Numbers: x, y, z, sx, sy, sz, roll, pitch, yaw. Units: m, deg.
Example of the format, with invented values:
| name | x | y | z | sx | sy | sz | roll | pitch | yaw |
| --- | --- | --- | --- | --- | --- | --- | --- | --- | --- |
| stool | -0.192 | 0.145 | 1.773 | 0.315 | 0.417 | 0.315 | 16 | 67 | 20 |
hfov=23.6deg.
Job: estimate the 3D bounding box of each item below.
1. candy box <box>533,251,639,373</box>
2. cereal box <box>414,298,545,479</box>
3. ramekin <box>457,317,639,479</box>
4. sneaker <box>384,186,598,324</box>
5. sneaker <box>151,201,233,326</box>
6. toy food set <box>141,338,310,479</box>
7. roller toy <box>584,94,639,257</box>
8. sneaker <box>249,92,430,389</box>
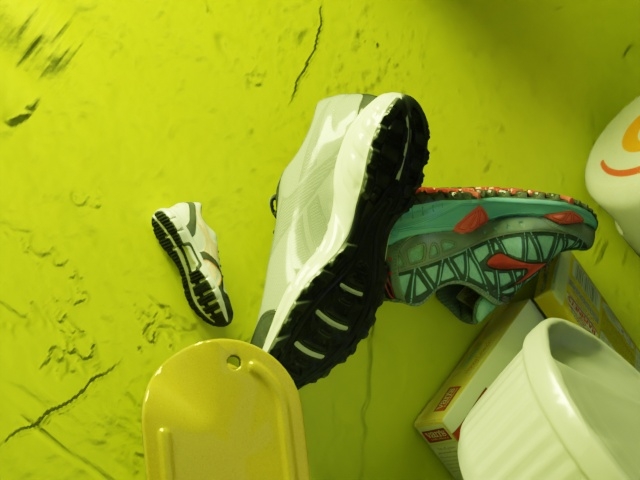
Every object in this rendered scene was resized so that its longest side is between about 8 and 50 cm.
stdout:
| name | x | y | z | sx | sy | sz | roll | pitch | yaw |
| --- | --- | --- | --- | --- | --- | --- | --- | --- | --- |
| candy box | 0.278 | 0.105 | 1.507 | 0.206 | 0.027 | 0.105 | 54 | 30 | -16 |
| cereal box | 0.207 | 0.199 | 1.436 | 0.240 | 0.047 | 0.173 | 53 | 53 | -17 |
| ramekin | 0.232 | 0.205 | 1.276 | 0.273 | 0.127 | 0.273 | 40 | 20 | -18 |
| sneaker | 0.147 | 0.013 | 1.417 | 0.262 | 0.104 | 0.125 | 0 | 97 | -35 |
| sneaker | -0.093 | 0.017 | 1.237 | 0.044 | 0.040 | 0.109 | -30 | 100 | -42 |
| toy food set | -0.077 | 0.189 | 1.200 | 0.128 | 0.071 | 0.217 | -2 | 78 | -16 |
| roller toy | 0.377 | -0.064 | 1.546 | 0.146 | 0.209 | 0.191 | 47 | 68 | -22 |
| sneaker | 0.000 | 0.000 | 1.291 | 0.100 | 0.108 | 0.271 | 34 | 75 | -50 |
